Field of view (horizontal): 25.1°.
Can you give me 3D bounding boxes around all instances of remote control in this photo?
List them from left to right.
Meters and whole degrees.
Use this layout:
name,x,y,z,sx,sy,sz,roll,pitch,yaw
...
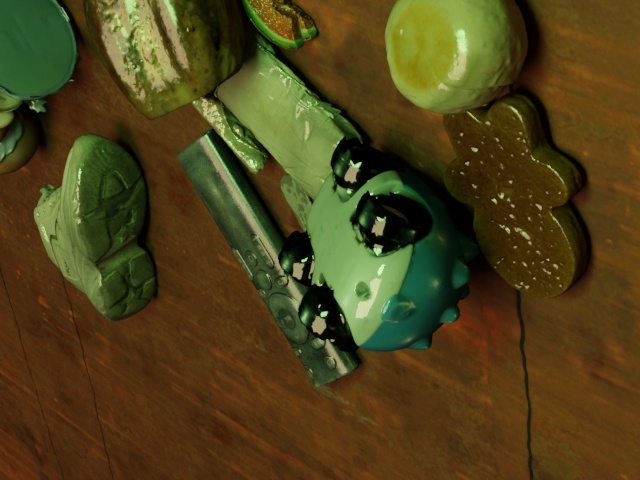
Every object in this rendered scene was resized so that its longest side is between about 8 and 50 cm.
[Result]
name,x,y,z,sx,sy,sz,roll,pitch,yaw
remote control,-0.074,0.027,1.963,0.378,0.044,0.107,59,152,0

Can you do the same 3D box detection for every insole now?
name,x,y,z,sx,sy,sz,roll,pitch,yaw
insole,0.000,0.000,1.871,0.065,0.006,0.193,-20,99,58

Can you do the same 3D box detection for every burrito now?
name,x,y,z,sx,sy,sz,roll,pitch,yaw
burrito,-0.118,-0.149,1.871,0.041,0.055,0.149,-38,86,14

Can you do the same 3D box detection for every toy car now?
name,x,y,z,sx,sy,sz,roll,pitch,yaw
toy car,0.077,0.018,1.615,0.188,0.190,0.255,-62,27,20

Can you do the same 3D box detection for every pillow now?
name,x,y,z,sx,sy,sz,roll,pitch,yaw
pillow,-0.042,-0.153,1.761,0.230,0.050,0.148,49,142,20

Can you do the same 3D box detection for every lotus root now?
name,x,y,z,sx,sy,sz,roll,pitch,yaw
lotus root,-0.188,-0.301,1.726,0.193,0.193,0.291,-7,101,56

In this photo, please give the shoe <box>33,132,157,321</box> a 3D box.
name,x,y,z,sx,sy,sz,roll,pitch,yaw
shoe,-0.375,-0.042,2.235,0.210,0.132,0.342,33,144,31

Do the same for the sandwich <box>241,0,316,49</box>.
name,x,y,z,sx,sy,sz,roll,pitch,yaw
sandwich,-0.059,-0.281,1.691,0.135,0.029,0.067,57,143,4

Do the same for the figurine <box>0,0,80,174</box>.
name,x,y,z,sx,sy,sz,roll,pitch,yaw
figurine,-0.519,-0.255,2.190,0.388,0.248,0.277,-28,91,49

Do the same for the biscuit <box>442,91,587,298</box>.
name,x,y,z,sx,sy,sz,roll,pitch,yaw
biscuit,0.207,-0.046,1.514,0.180,0.039,0.236,5,121,48

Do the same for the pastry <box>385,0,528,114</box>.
name,x,y,z,sx,sy,sz,roll,pitch,yaw
pastry,0.130,-0.201,1.430,0.156,0.092,0.156,11,106,45
